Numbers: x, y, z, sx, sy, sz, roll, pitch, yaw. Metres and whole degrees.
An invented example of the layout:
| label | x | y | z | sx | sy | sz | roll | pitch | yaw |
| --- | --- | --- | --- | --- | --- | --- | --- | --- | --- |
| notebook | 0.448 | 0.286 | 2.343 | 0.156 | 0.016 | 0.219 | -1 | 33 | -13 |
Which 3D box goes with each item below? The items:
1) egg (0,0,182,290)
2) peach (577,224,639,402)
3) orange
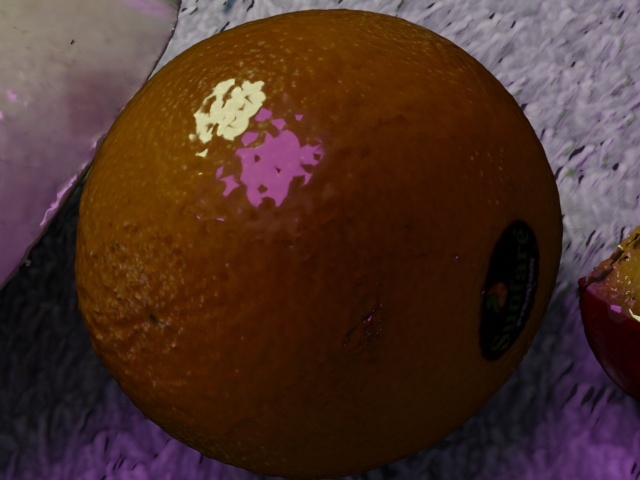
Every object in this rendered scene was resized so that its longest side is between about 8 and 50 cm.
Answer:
| label | x | y | z | sx | sy | sz | roll | pitch | yaw |
| --- | --- | --- | --- | --- | --- | --- | --- | --- | --- |
| egg | -0.248 | -0.064 | 1.208 | 0.337 | 0.201 | 0.337 | -52 | 14 | 18 |
| peach | 0.217 | 0.028 | 1.070 | 0.127 | 0.092 | 0.172 | 4 | 42 | 22 |
| orange | 0.000 | 0.000 | 1.079 | 0.274 | 0.274 | 0.274 | -13 | 47 | 15 |
